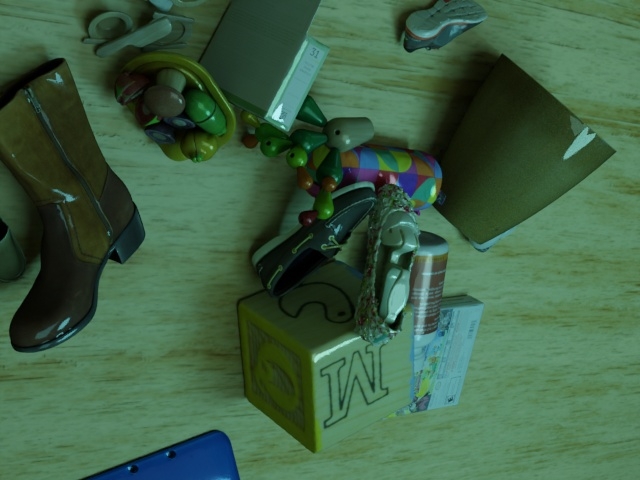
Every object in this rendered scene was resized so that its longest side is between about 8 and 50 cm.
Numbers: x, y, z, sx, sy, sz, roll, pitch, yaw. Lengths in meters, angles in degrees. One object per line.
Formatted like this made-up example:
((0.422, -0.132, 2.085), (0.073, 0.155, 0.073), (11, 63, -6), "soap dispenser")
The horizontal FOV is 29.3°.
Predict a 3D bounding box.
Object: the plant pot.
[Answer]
((0.294, -0.126, 1.949), (0.254, 0.237, 0.237), (-48, 137, 11), "plant pot")

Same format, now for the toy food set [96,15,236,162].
((-0.194, -0.165, 1.540), (0.218, 0.128, 0.071), (55, 31, -42), "toy food set")

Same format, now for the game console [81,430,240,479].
((-0.264, 0.460, 1.894), (0.293, 0.173, 0.250), (-15, 153, -34), "game console")

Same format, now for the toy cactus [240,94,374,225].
((-0.008, -0.132, 1.703), (0.181, 0.219, 0.112), (-15, 160, -33), "toy cactus")

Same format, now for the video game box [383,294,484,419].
((0.185, 0.202, 2.131), (0.187, 0.048, 0.205), (-4, 115, -42), "video game box")

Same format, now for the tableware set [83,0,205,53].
((-0.207, -0.286, 1.497), (0.141, 0.020, 0.168), (1, 146, -30), "tableware set")

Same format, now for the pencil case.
((0.081, -0.094, 1.847), (0.236, 0.104, 0.104), (6, 108, -41), "pencil case")

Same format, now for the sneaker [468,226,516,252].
((0.334, -0.081, 2.095), (0.235, 0.090, 0.095), (-43, 146, -10), "sneaker")

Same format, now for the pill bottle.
((0.133, 0.097, 1.960), (0.121, 0.121, 0.216), (-5, 108, -39), "pill bottle")

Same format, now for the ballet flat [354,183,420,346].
((0.107, 0.033, 1.747), (0.091, 0.077, 0.240), (13, 78, -27), "ballet flat")

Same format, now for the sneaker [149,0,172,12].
((-0.136, -0.367, 1.534), (0.212, 0.080, 0.094), (-36, 139, -8), "sneaker")

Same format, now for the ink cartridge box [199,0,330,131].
((-0.055, -0.277, 1.576), (0.056, 0.171, 0.235), (24, 95, -46), "ink cartridge box")

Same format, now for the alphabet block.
((0.010, 0.173, 1.864), (0.197, 0.192, 0.193), (-23, 124, -32), "alphabet block")

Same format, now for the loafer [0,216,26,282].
((-0.405, 0.002, 1.506), (0.056, 0.050, 0.148), (-41, 133, -17), "loafer")

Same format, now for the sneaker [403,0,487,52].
((0.182, -0.324, 1.854), (0.158, 0.061, 0.065), (-20, 151, -32), "sneaker")

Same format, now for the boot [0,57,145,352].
((-0.333, -0.038, 1.477), (0.264, 0.096, 0.280), (-51, 138, -32), "boot")

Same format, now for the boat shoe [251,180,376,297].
((0.000, 0.000, 1.771), (0.228, 0.068, 0.081), (-38, 150, 26), "boat shoe")
